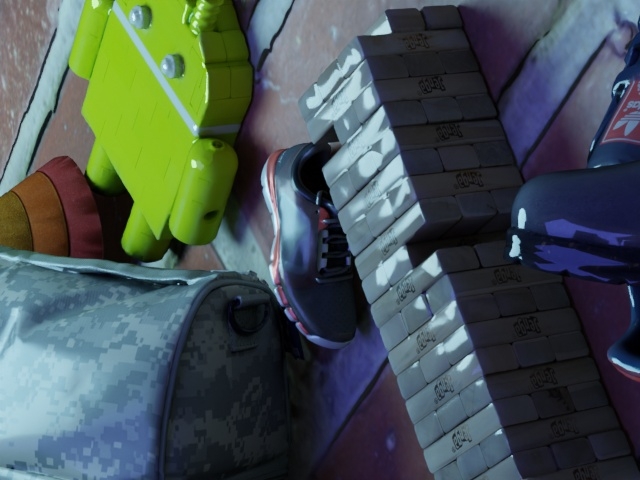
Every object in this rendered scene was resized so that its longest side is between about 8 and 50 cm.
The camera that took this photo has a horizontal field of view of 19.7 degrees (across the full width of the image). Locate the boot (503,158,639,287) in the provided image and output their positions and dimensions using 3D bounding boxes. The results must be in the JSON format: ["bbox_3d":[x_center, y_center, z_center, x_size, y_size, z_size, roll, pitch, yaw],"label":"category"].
[{"bbox_3d":[0.240,-0.096,0.806,0.338,0.118,0.223,-6,93,13],"label":"boot"}]

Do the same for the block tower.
[{"bbox_3d":[0.087,0.019,1.184,0.097,0.091,0.335,-45,60,52],"label":"block tower"}]

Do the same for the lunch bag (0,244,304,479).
[{"bbox_3d":[-0.173,0.138,1.449,0.305,0.212,0.256,7,99,33],"label":"lunch bag"}]

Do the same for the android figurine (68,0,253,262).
[{"bbox_3d":[-0.133,-0.118,1.522,0.248,0.056,0.273,58,142,32],"label":"android figurine"}]

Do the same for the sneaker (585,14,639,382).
[{"bbox_3d":[0.199,-0.087,0.937,0.131,0.148,0.350,3,99,56],"label":"sneaker"}]

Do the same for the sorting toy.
[{"bbox_3d":[-0.246,0.113,1.630,0.127,0.126,0.365,-10,91,63],"label":"sorting toy"}]

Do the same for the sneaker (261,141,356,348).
[{"bbox_3d":[0.000,0.000,1.343,0.065,0.061,0.158,-27,75,49],"label":"sneaker"}]
